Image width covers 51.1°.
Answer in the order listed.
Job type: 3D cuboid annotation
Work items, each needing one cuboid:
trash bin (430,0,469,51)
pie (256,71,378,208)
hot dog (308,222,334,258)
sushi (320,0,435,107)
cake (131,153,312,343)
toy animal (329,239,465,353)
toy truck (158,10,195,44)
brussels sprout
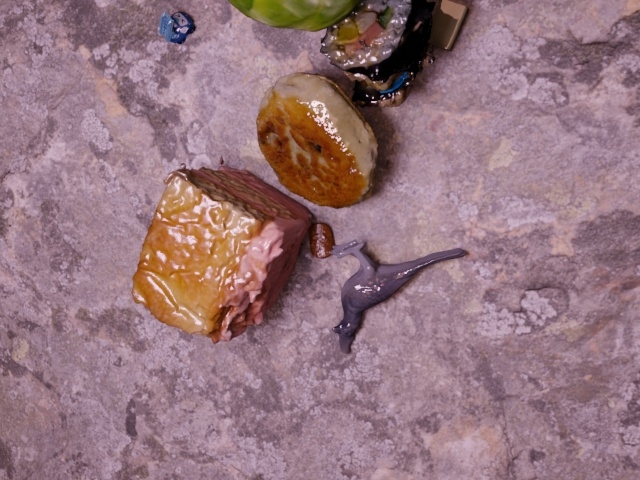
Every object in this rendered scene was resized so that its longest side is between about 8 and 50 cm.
[{"bbox_3d":[0.261,-0.444,1.383,0.060,0.043,0.092,23,105,12],"label":"trash bin"},{"bbox_3d":[-0.017,-0.199,1.421,0.315,0.092,0.315,26,138,25],"label":"pie"},{"bbox_3d":[0.000,0.000,1.530,0.058,0.035,0.084,-7,91,17],"label":"hot dog"},{"bbox_3d":[0.128,-0.385,1.339,0.225,0.219,0.239,31,76,32],"label":"sushi"},{"bbox_3d":[-0.205,0.023,1.457,0.293,0.307,0.314,30,105,9],"label":"cake"},{"bbox_3d":[0.115,0.077,1.478,0.206,0.081,0.367,43,109,-12],"label":"toy animal"},{"bbox_3d":[-0.337,-0.491,1.532,0.073,0.090,0.056,-43,85,17],"label":"toy truck"},{"bbox_3d":[-0.059,-0.536,1.210,0.354,0.281,0.290,43,123,45],"label":"brussels sprout"}]
